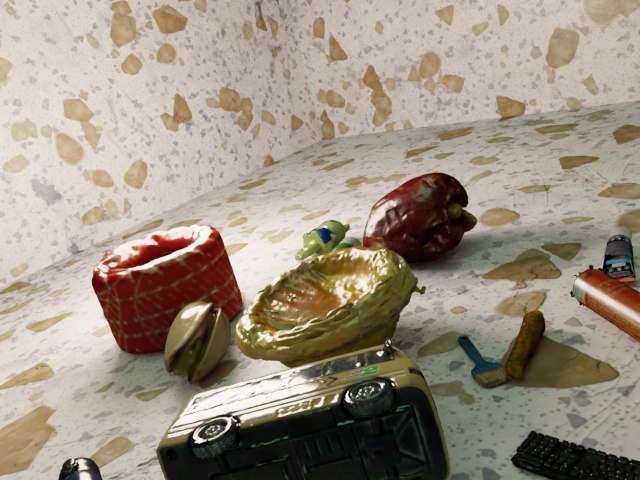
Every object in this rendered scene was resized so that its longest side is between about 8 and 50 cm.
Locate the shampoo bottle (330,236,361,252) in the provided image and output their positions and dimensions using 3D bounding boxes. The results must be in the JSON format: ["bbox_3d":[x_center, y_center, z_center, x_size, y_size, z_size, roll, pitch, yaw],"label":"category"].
[{"bbox_3d":[0.045,0.058,1.513,0.065,0.065,0.204,-5,22,30],"label":"shampoo bottle"}]

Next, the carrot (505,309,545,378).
[{"bbox_3d":[0.351,0.174,0.953,0.042,0.042,0.171,-2,23,36],"label":"carrot"}]

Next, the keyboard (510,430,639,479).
[{"bbox_3d":[0.352,0.283,0.676,0.231,0.023,0.072,4,25,46],"label":"keyboard"}]

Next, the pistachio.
[{"bbox_3d":[-0.266,0.217,1.210,0.144,0.143,0.215,-11,25,16],"label":"pistachio"}]

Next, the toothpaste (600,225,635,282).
[{"bbox_3d":[0.606,0.037,1.144,0.071,0.045,0.193,-13,23,35],"label":"toothpaste"}]

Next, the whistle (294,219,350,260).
[{"bbox_3d":[0.000,0.000,1.669,0.105,0.085,0.227,-11,18,44],"label":"whistle"}]

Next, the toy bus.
[{"bbox_3d":[-0.019,0.270,0.781,0.366,0.176,0.202,-15,13,6],"label":"toy bus"}]

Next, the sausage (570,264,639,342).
[{"bbox_3d":[0.519,0.125,0.914,0.083,0.083,0.264,-18,21,-5],"label":"sausage"}]

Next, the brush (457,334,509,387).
[{"bbox_3d":[0.273,0.205,0.973,0.051,0.014,0.164,-15,18,-1],"label":"brush"}]

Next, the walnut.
[{"bbox_3d":[0.252,-0.048,1.445,0.269,0.221,0.244,-13,-15,35],"label":"walnut"}]

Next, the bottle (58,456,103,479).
[{"bbox_3d":[-0.343,0.402,0.811,0.072,0.082,0.244,-31,22,-19],"label":"bottle"}]

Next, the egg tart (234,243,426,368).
[{"bbox_3d":[0.021,0.147,1.115,0.388,0.169,0.388,-18,18,6],"label":"egg tart"}]

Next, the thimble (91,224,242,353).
[{"bbox_3d":[-0.391,0.115,1.444,0.350,0.230,0.350,-13,18,4],"label":"thimble"}]
